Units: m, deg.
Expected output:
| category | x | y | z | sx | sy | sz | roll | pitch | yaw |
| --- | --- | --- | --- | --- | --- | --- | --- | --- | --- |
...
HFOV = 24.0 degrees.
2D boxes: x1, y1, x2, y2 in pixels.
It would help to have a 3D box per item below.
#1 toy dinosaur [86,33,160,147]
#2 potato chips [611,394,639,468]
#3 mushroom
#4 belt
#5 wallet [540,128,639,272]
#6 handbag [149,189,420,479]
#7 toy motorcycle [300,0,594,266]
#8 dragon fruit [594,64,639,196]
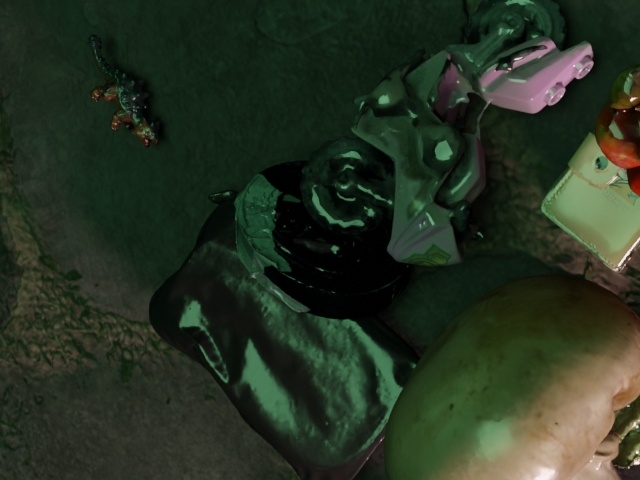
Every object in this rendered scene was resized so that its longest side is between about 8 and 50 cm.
| category | x | y | z | sx | sy | sz | roll | pitch | yaw |
| --- | --- | --- | --- | --- | --- | --- | --- | --- | --- |
| toy dinosaur | -0.230 | -0.171 | 1.737 | 0.055 | 0.049 | 0.154 | -34 | 83 | 26 |
| potato chips | 0.340 | 0.164 | 1.484 | 0.092 | 0.028 | 0.207 | 42 | 109 | 18 |
| mushroom | 0.221 | 0.190 | 1.428 | 0.290 | 0.292 | 0.292 | 45 | 111 | -3 |
| belt | 0.000 | 0.000 | 1.578 | 0.198 | 0.078 | 0.151 | 26 | 64 | 10 |
| wallet | 0.300 | -0.061 | 1.490 | 0.110 | 0.039 | 0.155 | 41 | 109 | 15 |
| handbag | -0.044 | 0.107 | 1.645 | 0.332 | 0.075 | 0.191 | 43 | 108 | 20 |
| toy motorcycle | 0.141 | -0.101 | 1.506 | 0.327 | 0.143 | 0.188 | -42 | 70 | 1 |
| dragon fruit | 0.390 | -0.077 | 1.323 | 0.307 | 0.243 | 0.227 | -4 | 75 | 3 |
